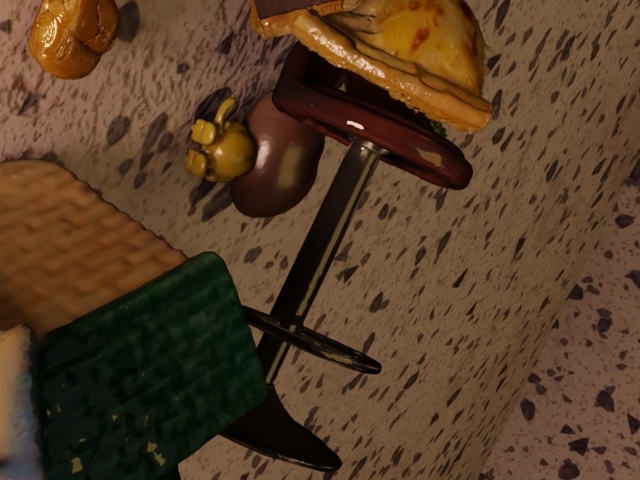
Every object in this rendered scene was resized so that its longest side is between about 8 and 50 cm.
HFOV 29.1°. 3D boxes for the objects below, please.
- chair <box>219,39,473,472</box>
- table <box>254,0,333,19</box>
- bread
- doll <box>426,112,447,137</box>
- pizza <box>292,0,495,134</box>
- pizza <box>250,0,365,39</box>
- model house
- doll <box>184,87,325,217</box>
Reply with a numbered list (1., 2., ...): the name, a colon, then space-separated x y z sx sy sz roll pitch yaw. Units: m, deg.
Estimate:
1. chair: 0.000 0.000 1.222 0.401 0.226 0.226 -66 158 0
2. table: 0.038 -0.308 1.090 0.193 0.172 0.169 -31 110 -52
3. bread: -0.203 -0.171 1.009 0.083 0.046 0.081 -46 153 -20
4. doll: 0.116 -0.173 1.672 0.113 0.076 0.078 54 40 -37
5. pizza: 0.081 -0.208 1.198 0.188 0.204 0.081 -78 -166 -50
6. pizza: 0.002 -0.265 1.256 0.175 0.046 0.134 -41 127 5
7. model house: -0.254 0.159 0.967 0.382 0.342 0.335 -35 148 -43
8. doll: -0.067 -0.105 1.333 0.188 0.096 0.145 37 76 -49
